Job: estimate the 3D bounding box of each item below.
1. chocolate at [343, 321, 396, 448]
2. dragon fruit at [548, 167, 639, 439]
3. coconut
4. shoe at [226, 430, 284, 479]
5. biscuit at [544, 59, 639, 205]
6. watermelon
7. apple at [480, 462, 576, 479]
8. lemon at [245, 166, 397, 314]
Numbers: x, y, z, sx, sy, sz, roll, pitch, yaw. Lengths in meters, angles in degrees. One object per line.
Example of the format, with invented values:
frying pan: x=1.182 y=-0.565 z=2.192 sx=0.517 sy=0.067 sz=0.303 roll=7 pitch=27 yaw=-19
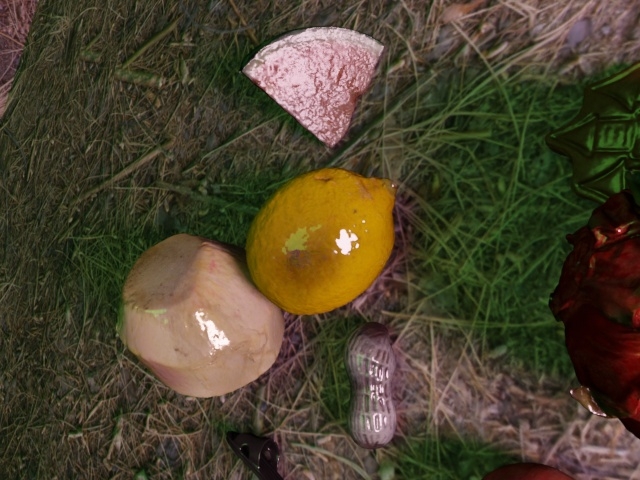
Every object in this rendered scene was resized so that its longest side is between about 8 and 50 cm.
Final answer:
chocolate: x=0.067 y=0.194 z=0.702 sx=0.072 sy=0.072 sz=0.167 roll=-7 pitch=80 yaw=38
dragon fruit: x=0.331 y=0.072 z=0.399 sx=0.299 sy=0.244 sz=0.244 roll=37 pitch=106 yaw=20
coconut: x=-0.181 y=0.123 z=0.819 sx=0.259 sy=0.259 sz=0.259 roll=-8 pitch=77 yaw=38
shoe: x=-0.082 y=0.338 z=0.809 sx=0.159 sy=0.062 sz=0.053 roll=36 pitch=92 yaw=38
biscuit: x=0.348 y=-0.108 z=0.547 sx=0.215 sy=0.034 sz=0.182 roll=6 pitch=85 yaw=40
watermelon: x=-0.015 y=-0.259 z=0.802 sx=0.202 sy=0.207 sz=0.136 roll=57 pitch=145 yaw=13
apple: x=0.220 y=0.305 z=0.525 sx=0.153 sy=0.120 sz=0.153 roll=-4 pitch=84 yaw=43
lemon: x=0.000 y=0.000 z=0.715 sx=0.257 sy=0.188 sz=0.188 roll=-40 pitch=59 yaw=22
